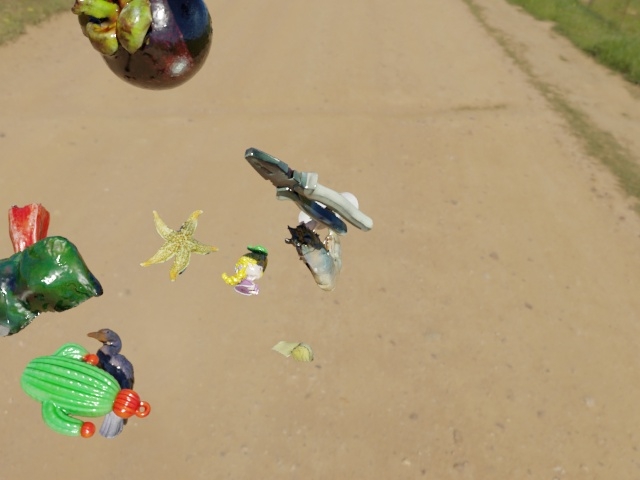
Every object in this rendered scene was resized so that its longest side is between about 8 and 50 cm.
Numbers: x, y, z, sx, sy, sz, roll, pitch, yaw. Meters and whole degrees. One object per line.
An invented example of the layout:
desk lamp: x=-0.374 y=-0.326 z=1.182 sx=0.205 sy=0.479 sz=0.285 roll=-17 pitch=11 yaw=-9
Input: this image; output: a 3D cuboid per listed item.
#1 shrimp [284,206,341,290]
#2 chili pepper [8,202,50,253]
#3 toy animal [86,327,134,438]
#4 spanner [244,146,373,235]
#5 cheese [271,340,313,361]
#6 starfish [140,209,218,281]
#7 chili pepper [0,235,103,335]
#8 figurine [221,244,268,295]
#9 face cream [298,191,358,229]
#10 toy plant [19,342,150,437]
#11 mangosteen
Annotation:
shrimp: x=0.008 y=0.000 z=1.592 sx=0.075 sy=0.289 sz=0.178 roll=-2 pitch=56 yaw=27
chili pepper: x=-0.863 y=0.017 z=1.954 sx=0.136 sy=0.144 sz=0.253 roll=18 pitch=55 yaw=-50
toy animal: x=-0.603 y=0.401 z=1.862 sx=0.122 sy=0.298 sz=0.185 roll=-19 pitch=1 yaw=20
spanner: x=-0.022 y=-0.085 z=1.213 sx=0.095 sy=0.040 sz=0.324 roll=-13 pitch=-31 yaw=37
cheese: x=-0.061 y=0.240 z=1.453 sx=0.084 sy=0.042 sz=0.060 roll=23 pitch=-18 yaw=-40
starfish: x=-0.354 y=-0.003 z=1.615 sx=0.176 sy=0.053 sz=0.208 roll=43 pitch=51 yaw=0
chili pepper: x=-0.572 y=0.090 z=1.264 sx=0.264 sy=0.148 sz=0.116 roll=-16 pitch=14 yaw=18
figurine: x=-0.216 y=0.075 z=1.904 sx=0.114 sy=0.095 sz=0.156 roll=16 pitch=63 yaw=0
face cream: x=0.020 y=-0.078 z=1.820 sx=0.082 sy=0.082 sz=0.269 roll=22 pitch=20 yaw=19
toy plant: x=-0.459 y=0.297 z=1.260 sx=0.240 sy=0.088 sz=0.154 roll=38 pitch=53 yaw=16
mangosteen: x=-0.422 y=-0.531 z=1.622 sx=0.329 sy=0.330 sz=0.330 roll=8 pitch=29 yaw=-4
